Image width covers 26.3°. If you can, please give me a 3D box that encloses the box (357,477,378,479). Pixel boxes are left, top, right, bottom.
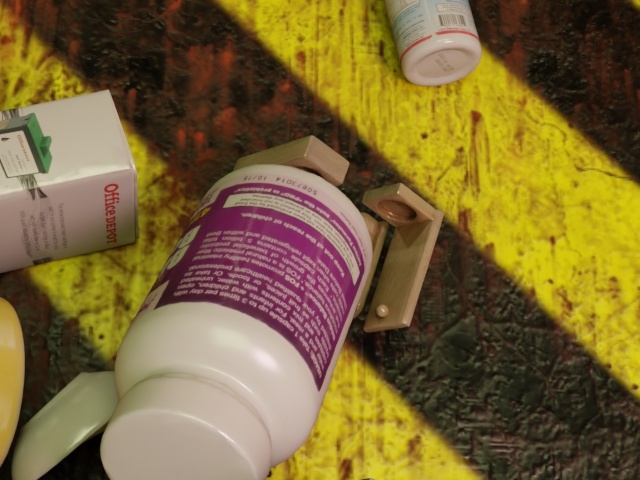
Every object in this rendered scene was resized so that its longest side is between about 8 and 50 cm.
[{"bbox_3d":[-0.028,0.366,0.984,0.179,0.343,0.312,24,57,-40],"label":"box"}]

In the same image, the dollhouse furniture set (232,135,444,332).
[{"bbox_3d":[0.000,0.000,1.285,0.151,0.144,0.123,35,60,-31],"label":"dollhouse furniture set"}]

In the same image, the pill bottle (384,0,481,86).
[{"bbox_3d":[0.112,-0.250,1.446,0.087,0.087,0.160,-7,66,-10],"label":"pill bottle"}]

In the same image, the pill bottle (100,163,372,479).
[{"bbox_3d":[-0.069,0.083,1.126,0.169,0.169,0.301,20,39,3],"label":"pill bottle"}]

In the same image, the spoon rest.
[{"bbox_3d":[-0.168,0.130,1.223,0.084,0.137,0.276,46,54,-4],"label":"spoon rest"}]

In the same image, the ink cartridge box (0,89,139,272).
[{"bbox_3d":[-0.285,-0.043,1.262,0.220,0.160,0.092,-13,67,-14],"label":"ink cartridge box"}]

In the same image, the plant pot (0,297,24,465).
[{"bbox_3d":[-0.385,0.114,1.127,0.239,0.254,0.254,10,61,-33],"label":"plant pot"}]
